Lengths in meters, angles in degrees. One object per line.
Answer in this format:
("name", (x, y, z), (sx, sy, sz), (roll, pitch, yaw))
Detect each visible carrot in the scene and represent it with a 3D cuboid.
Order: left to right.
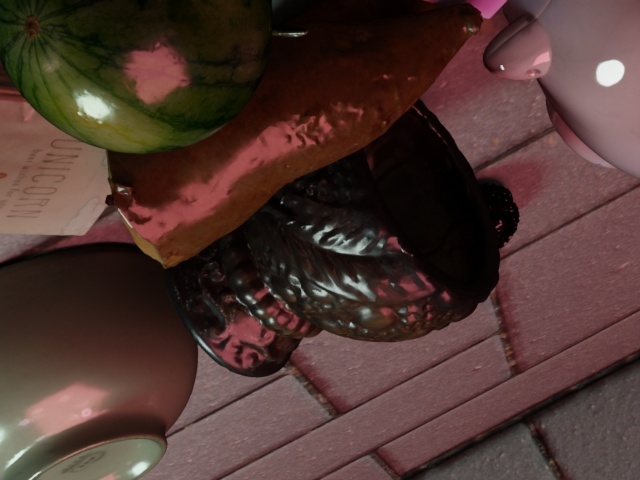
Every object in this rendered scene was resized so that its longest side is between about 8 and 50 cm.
("carrot", (0.014, -0.174, 0.971), (0.193, 0.087, 0.087), (-25, 155, 3))

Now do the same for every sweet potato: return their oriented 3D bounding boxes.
("sweet potato", (-0.024, -0.112, 0.887), (0.337, 0.131, 0.131), (-34, 155, -2))

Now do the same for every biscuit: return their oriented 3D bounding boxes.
("biscuit", (0.177, -0.006, 1.479), (0.195, 0.053, 0.194), (-21, 154, -11))

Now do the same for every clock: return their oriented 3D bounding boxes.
("clock", (0.356, -0.204, 1.047), (0.377, 0.250, 0.368), (3, 141, -47))

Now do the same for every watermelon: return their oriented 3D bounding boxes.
("watermelon", (-0.120, -0.154, 0.761), (0.188, 0.188, 0.215), (-44, 169, 31))

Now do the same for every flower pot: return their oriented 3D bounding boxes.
("flower pot", (0.000, 0.000, 1.112), (0.267, 0.266, 0.267), (-29, 157, 28))

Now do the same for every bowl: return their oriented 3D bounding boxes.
("bowl", (-0.282, 0.179, 1.225), (0.354, 0.185, 0.354), (-22, 155, -11))

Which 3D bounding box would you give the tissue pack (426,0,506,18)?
("tissue pack", (0.081, -0.267, 0.844), (0.246, 0.092, 0.148), (3, 141, -46))

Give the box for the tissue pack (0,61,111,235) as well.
("tissue pack", (-0.294, -0.073, 0.870), (0.325, 0.071, 0.170), (1, 139, -45))
